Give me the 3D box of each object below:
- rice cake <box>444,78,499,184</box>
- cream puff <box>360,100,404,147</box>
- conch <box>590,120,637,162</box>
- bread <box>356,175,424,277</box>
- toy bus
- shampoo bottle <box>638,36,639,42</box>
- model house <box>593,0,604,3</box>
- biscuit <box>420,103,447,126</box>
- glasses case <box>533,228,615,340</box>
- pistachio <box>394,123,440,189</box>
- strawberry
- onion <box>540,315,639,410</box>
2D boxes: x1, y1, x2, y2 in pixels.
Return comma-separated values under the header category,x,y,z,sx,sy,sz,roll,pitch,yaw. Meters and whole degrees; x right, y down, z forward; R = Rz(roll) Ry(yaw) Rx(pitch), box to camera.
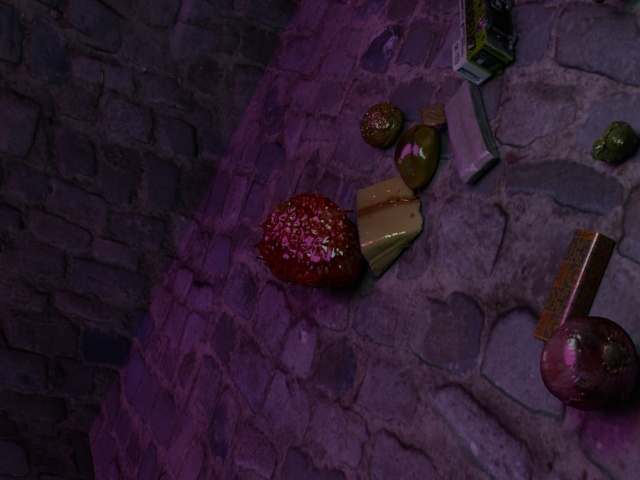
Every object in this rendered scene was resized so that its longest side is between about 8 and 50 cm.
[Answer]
category,x,y,z,sx,sy,sz,roll,pitch,yaw
rice cake,0.365,-0.265,2.018,0.106,0.050,0.298,-46,32,35
cream puff,0.171,-0.335,2.393,0.144,0.103,0.126,-45,34,49
conch,0.547,-0.186,1.564,0.089,0.074,0.121,-26,10,5
bread,0.196,-0.044,2.189,0.178,0.135,0.240,-18,43,14
toy bus,0.413,-0.545,2.100,0.139,0.113,0.301,-40,34,44
shampoo bottle,0.672,-0.472,1.584,0.063,0.057,0.207,12,79,64
model house,0.601,-0.628,1.648,0.234,0.193,0.175,-38,3,46
biscuit,0.300,-0.331,2.170,0.147,0.071,0.018,-87,-15,-61
glasses case,0.465,0.089,1.524,0.075,0.049,0.218,16,83,64
pistachio,0.254,-0.226,2.142,0.110,0.100,0.189,-11,59,61
strawberry,0.000,-0.002,2.287,0.343,0.292,0.292,0,68,51
onion,0.433,0.208,1.382,0.195,0.159,0.159,143,144,-67
